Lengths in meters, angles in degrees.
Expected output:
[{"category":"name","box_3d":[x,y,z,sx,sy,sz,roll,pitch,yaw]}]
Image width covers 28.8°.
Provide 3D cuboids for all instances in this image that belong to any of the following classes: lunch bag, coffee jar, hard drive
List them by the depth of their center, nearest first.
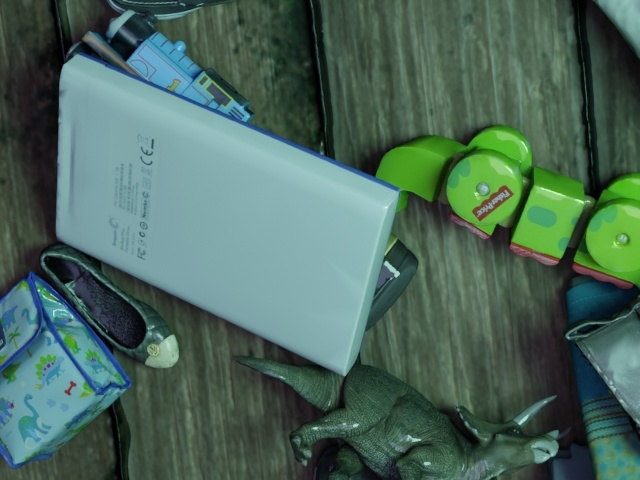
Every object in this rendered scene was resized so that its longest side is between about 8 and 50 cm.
[{"category":"hard drive","box_3d":[-0.096,-0.022,1.137,0.319,0.040,0.210,24,132,14]},{"category":"coffee jar","box_3d":[0.000,0.000,1.190,0.184,0.079,0.096,39,102,1]},{"category":"lunch bag","box_3d":[-0.287,0.126,1.235,0.129,0.096,0.151,-40,77,12]}]

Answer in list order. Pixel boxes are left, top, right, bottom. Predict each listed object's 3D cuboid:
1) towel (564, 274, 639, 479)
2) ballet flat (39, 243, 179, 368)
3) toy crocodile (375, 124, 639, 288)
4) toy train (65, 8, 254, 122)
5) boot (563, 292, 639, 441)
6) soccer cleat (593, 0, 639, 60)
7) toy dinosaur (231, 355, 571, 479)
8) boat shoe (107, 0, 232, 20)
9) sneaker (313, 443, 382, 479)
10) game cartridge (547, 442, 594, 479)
[{"category":"towel","box_3d":[0.370,0.179,1.087,0.272,0.040,0.370,-7,58,6]},{"category":"ballet flat","box_3d":[-0.213,0.070,1.237,0.173,0.049,0.057,40,101,0]},{"category":"toy crocodile","box_3d":[0.216,-0.022,1.144,0.341,0.115,0.105,20,114,8]},{"category":"toy train","box_3d":[-0.153,-0.140,1.191,0.184,0.080,0.105,42,94,-3]},{"category":"boot","box_3d":[0.364,0.108,1.054,0.229,0.091,0.263,-44,88,4]},{"category":"soccer cleat","box_3d":[0.308,-0.218,1.097,0.116,0.143,0.331,-36,92,9]},{"category":"toy dinosaur","box_3d":[0.062,0.186,1.192,0.314,0.160,0.121,22,130,15]},{"category":"boat shoe","box_3d":[-0.098,-0.255,1.170,0.229,0.076,0.080,-5,97,7]},{"category":"sneaker","box_3d":[0.040,0.317,1.199,0.086,0.132,0.228,-12,96,7]},{"category":"game cartridge","box_3d":[0.358,0.267,1.128,0.294,0.196,0.060,1,118,7]}]
